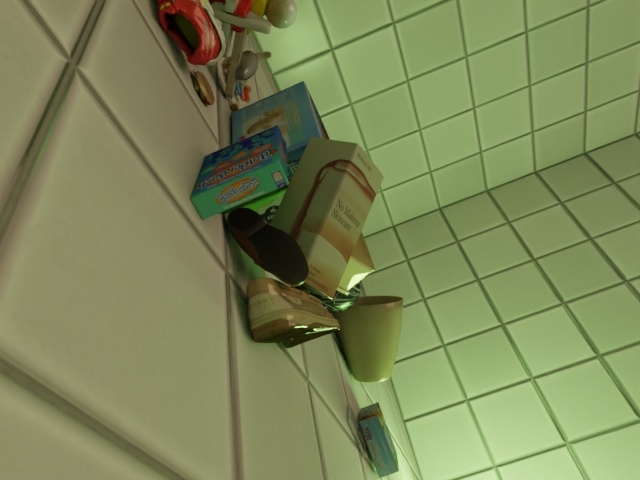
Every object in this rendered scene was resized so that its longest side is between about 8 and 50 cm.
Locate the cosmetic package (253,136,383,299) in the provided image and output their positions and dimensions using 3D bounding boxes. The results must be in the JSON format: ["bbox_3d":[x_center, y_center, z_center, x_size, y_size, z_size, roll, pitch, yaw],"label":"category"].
[{"bbox_3d":[0.003,-0.047,1.064,0.153,0.129,0.296,36,72,-53],"label":"cosmetic package"}]

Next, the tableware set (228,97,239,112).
[{"bbox_3d":[-0.226,-0.347,1.504,0.154,0.024,0.104,60,12,-58],"label":"tableware set"}]

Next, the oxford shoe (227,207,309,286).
[{"bbox_3d":[-0.093,0.022,0.948,0.212,0.076,0.076,42,-31,33],"label":"oxford shoe"}]

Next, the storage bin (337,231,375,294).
[{"bbox_3d":[0.005,-0.015,1.488,0.262,0.123,0.260,29,32,-38],"label":"storage bin"}]

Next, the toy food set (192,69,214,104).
[{"bbox_3d":[-0.268,-0.350,1.169,0.082,0.020,0.083,61,11,-50],"label":"toy food set"}]

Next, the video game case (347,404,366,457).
[{"bbox_3d":[0.102,0.542,1.454,0.087,0.011,0.122,-71,140,-81],"label":"video game case"}]

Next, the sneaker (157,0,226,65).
[{"bbox_3d":[-0.298,-0.495,1.054,0.279,0.107,0.118,58,35,-14],"label":"sneaker"}]

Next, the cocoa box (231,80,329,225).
[{"bbox_3d":[-0.083,-0.215,1.331,0.347,0.231,0.228,-103,169,-51],"label":"cocoa box"}]

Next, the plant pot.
[{"bbox_3d":[0.170,0.346,1.790,0.256,0.256,0.274,-13,100,-84],"label":"plant pot"}]

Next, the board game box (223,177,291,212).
[{"bbox_3d":[-0.129,-0.095,1.045,0.039,0.124,0.259,63,6,-3],"label":"board game box"}]

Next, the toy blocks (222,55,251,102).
[{"bbox_3d":[-0.250,-0.476,1.578,0.123,0.054,0.148,57,13,-59],"label":"toy blocks"}]

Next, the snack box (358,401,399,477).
[{"bbox_3d":[0.182,0.617,1.597,0.207,0.070,0.174,44,25,-79],"label":"snack box"}]

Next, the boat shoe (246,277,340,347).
[{"bbox_3d":[-0.046,0.139,1.004,0.341,0.121,0.110,45,24,-71],"label":"boat shoe"}]

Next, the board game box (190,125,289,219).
[{"bbox_3d":[-0.139,-0.129,0.919,0.210,0.160,0.047,-101,168,-61],"label":"board game box"}]

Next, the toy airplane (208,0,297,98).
[{"bbox_3d":[-0.180,-0.607,1.313,0.386,0.272,0.384,-14,-103,63],"label":"toy airplane"}]

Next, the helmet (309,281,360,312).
[{"bbox_3d":[0.044,0.152,1.625,0.161,0.169,0.169,108,-36,-73],"label":"helmet"}]
